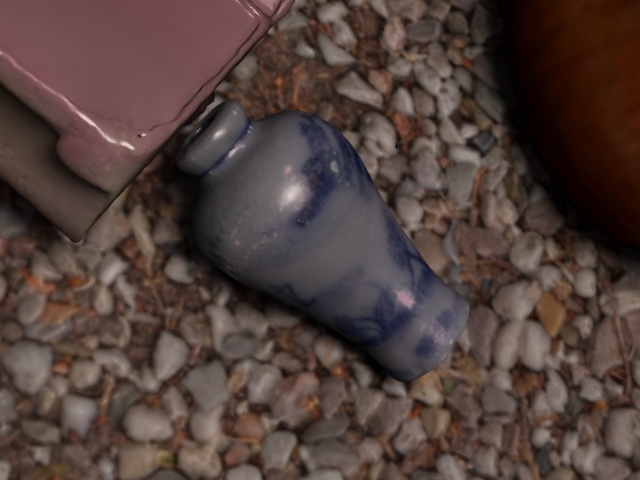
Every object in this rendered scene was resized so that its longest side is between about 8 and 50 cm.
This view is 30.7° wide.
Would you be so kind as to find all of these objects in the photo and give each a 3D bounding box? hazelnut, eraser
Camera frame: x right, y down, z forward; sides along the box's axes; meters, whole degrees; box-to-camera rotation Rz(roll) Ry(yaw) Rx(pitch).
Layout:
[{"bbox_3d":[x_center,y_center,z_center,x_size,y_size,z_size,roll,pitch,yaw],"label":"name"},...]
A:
[{"bbox_3d":[0.357,-0.181,1.022,0.359,0.359,0.409,-19,93,-28],"label":"hazelnut"},{"bbox_3d":[-0.221,-0.214,0.839,0.359,0.122,0.272,43,46,-7],"label":"eraser"}]

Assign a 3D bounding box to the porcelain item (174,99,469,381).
[{"bbox_3d":[0.000,0.000,0.908,0.259,0.141,0.141,44,62,-18],"label":"porcelain item"}]
